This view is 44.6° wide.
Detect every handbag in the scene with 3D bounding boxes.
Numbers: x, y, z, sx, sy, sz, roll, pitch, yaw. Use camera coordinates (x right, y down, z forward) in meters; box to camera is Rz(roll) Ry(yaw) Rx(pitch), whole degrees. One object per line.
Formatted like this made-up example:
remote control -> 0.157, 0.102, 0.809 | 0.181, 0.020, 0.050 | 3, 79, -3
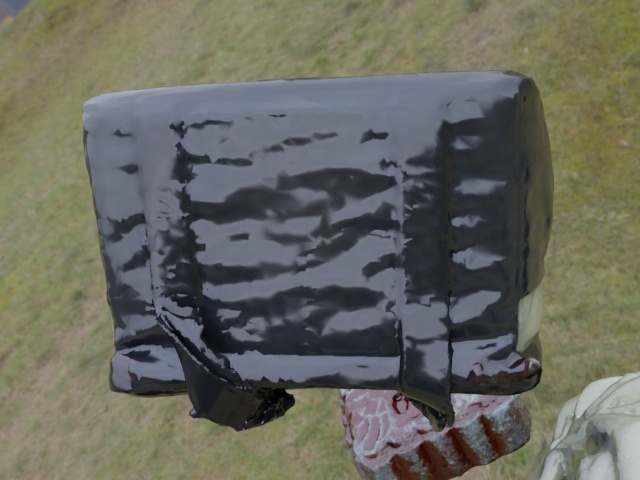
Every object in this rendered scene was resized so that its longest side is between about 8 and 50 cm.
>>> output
handbag -> 0.000, 0.000, 0.444 | 0.254, 0.182, 0.181 | -1, 10, 7

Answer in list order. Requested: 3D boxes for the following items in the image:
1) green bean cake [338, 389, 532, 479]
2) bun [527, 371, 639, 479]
green bean cake -> 0.140, 0.215, 1.010 | 0.232, 0.097, 0.199 | -25, 27, 9
bun -> 0.308, 0.284, 0.766 | 0.360, 0.210, 0.360 | -154, 90, -88
